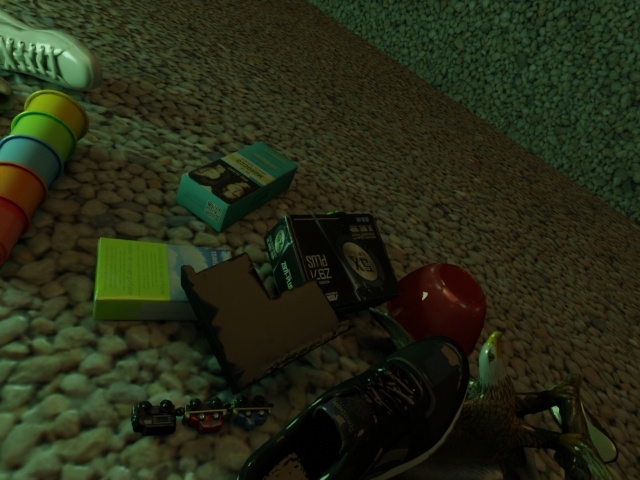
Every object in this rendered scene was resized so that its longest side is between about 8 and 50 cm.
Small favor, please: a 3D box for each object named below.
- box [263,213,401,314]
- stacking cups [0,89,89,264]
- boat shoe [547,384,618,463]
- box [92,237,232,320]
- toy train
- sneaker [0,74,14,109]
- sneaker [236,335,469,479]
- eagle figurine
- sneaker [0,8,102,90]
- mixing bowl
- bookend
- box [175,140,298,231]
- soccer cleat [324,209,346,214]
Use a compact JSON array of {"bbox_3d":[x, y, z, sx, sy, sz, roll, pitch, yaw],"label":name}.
[{"bbox_3d":[0.020,0.039,0.711,0.180,0.077,0.148,-2,66,-37],"label":"box"},{"bbox_3d":[-0.403,-0.090,0.624,0.095,0.096,0.317,12,42,-22],"label":"stacking cups"},{"bbox_3d":[0.423,0.298,0.734,0.042,0.049,0.133,36,16,-42],"label":"boat shoe"},{"bbox_3d":[-0.205,0.054,0.608,0.178,0.043,0.109,7,41,-29],"label":"box"},{"bbox_3d":[-0.125,0.195,0.498,0.158,0.027,0.036,7,44,-27],"label":"toy train"},{"bbox_3d":[-0.584,-0.223,0.656,0.121,0.099,0.262,38,37,7],"label":"sneaker"},{"bbox_3d":[0.049,0.181,0.443,0.283,0.124,0.107,-33,58,-19],"label":"sneaker"},{"bbox_3d":[0.189,0.213,0.595,0.297,0.226,0.226,3,-13,14],"label":"eagle figurine"},{"bbox_3d":[-0.550,-0.337,0.829,0.289,0.106,0.123,23,41,8],"label":"sneaker"},{"bbox_3d":[0.218,0.105,0.786,0.181,0.098,0.182,18,37,-14],"label":"mixing bowl"},{"bbox_3d":[-0.069,0.080,0.560,0.156,0.072,0.157,-25,78,-25],"label":"bookend"},{"bbox_3d":[-0.146,-0.109,0.840,0.100,0.060,0.244,34,35,8],"label":"box"},{"bbox_3d":[0.000,0.000,0.812,0.072,0.060,0.178,48,44,10],"label":"soccer cleat"}]
